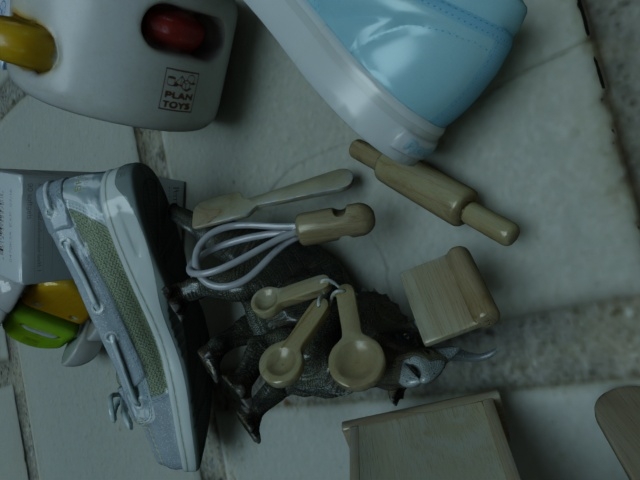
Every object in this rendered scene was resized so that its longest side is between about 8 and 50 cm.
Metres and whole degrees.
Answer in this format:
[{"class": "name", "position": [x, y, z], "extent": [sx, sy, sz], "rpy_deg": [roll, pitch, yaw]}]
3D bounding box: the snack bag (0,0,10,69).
[{"class": "snack bag", "position": [-0.422, -0.397, 0.782], "extent": [0.342, 0.037, 0.323], "rpy_deg": [37, 115, 30]}]

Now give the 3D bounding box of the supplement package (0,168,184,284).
[{"class": "supplement package", "position": [-0.253, -0.021, 0.583], "extent": [0.105, 0.179, 0.105], "rpy_deg": [10, 100, 38]}]

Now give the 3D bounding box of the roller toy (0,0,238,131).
[{"class": "roller toy", "position": [-0.183, -0.183, 0.504], "extent": [0.209, 0.191, 0.146], "rpy_deg": [-102, 27, -69]}]

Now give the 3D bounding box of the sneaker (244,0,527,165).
[{"class": "sneaker", "position": [0.005, -0.234, 0.404], "extent": [0.150, 0.135, 0.366], "rpy_deg": [-45, 75, 24]}]

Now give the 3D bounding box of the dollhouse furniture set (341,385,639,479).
[{"class": "dollhouse furniture set", "position": [0.135, 0.300, 0.375], "extent": [0.303, 0.174, 0.356], "rpy_deg": [-15, 114, 10]}]

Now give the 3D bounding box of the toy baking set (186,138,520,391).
[{"class": "toy baking set", "position": [0.006, -0.003, 0.396], "extent": [0.256, 0.196, 0.030], "rpy_deg": [43, 163, 40]}]

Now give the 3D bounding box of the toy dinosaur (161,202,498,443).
[{"class": "toy dinosaur", "position": [-0.028, 0.058, 0.455], "extent": [0.313, 0.160, 0.121], "rpy_deg": [40, 152, 43]}]

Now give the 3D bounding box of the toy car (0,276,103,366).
[{"class": "toy car", "position": [-0.341, 0.069, 0.703], "extent": [0.182, 0.159, 0.136], "rpy_deg": [-40, 35, 34]}]

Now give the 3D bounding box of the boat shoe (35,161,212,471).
[{"class": "boat shoe", "position": [-0.178, 0.087, 0.530], "extent": [0.103, 0.118, 0.320], "rpy_deg": [-9, 111, 2]}]
